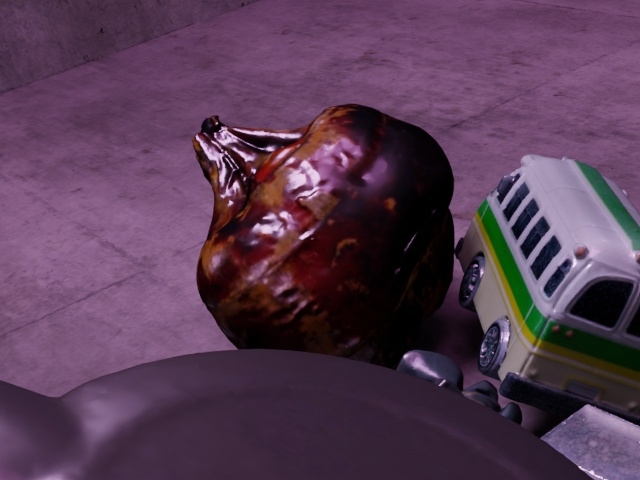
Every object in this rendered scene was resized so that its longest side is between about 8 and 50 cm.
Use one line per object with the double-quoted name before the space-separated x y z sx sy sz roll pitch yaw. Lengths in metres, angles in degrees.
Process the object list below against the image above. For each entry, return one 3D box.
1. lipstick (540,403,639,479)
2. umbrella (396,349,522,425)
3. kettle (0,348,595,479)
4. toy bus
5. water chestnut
"lipstick" 0.277 0.202 0.751 0.076 0.078 0.289 -29 31 -31
"umbrella" 0.058 0.192 0.794 0.143 0.094 0.349 24 28 22
"kettle" -0.083 0.229 0.399 0.361 0.377 0.250 19 27 10
"toy bus" 0.217 0.030 0.980 0.133 0.165 0.276 19 23 -11
"water chestnut" 0.000 0.000 1.069 0.244 0.289 0.289 17 37 28
